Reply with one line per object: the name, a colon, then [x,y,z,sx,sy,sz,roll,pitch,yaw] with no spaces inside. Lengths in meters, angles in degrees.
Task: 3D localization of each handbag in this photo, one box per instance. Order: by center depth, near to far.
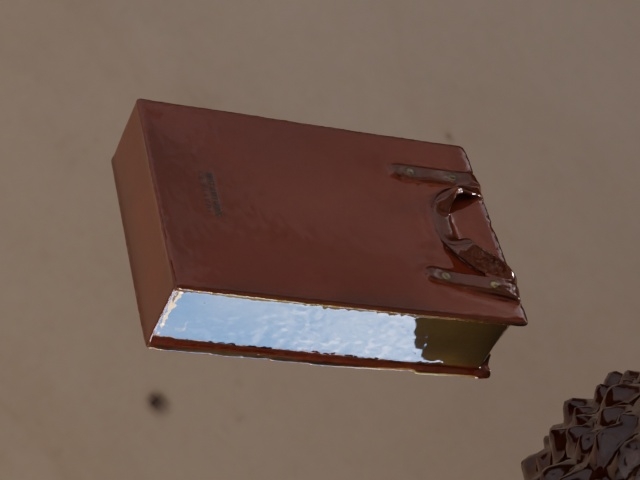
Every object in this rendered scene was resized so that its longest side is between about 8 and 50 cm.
handbag: [0.000,0.000,0.904,0.127,0.190,0.063,-105,-147,-41]

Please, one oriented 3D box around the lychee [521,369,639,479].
lychee: [0.222,0.172,0.917,0.264,0.300,0.264,-25,-124,43]
